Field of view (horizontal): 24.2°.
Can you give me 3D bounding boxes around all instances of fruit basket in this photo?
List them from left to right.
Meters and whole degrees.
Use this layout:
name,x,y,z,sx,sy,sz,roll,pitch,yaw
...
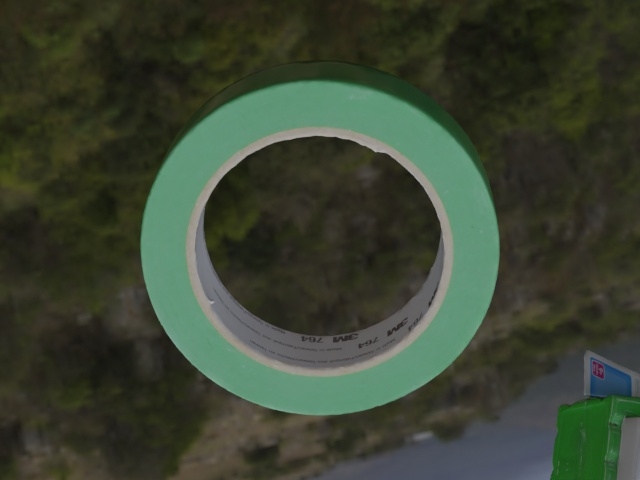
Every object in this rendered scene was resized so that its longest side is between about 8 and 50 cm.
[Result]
name,x,y,z,sx,sy,sz,roll,pitch,yaw
fruit basket,0.480,0.352,2.032,0.353,0.327,0.165,23,154,-23

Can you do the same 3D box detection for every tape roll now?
name,x,y,z,sx,sy,sz,roll,pitch,yaw
tape roll,0.000,0.000,1.355,0.321,0.321,0.077,-15,-160,8
